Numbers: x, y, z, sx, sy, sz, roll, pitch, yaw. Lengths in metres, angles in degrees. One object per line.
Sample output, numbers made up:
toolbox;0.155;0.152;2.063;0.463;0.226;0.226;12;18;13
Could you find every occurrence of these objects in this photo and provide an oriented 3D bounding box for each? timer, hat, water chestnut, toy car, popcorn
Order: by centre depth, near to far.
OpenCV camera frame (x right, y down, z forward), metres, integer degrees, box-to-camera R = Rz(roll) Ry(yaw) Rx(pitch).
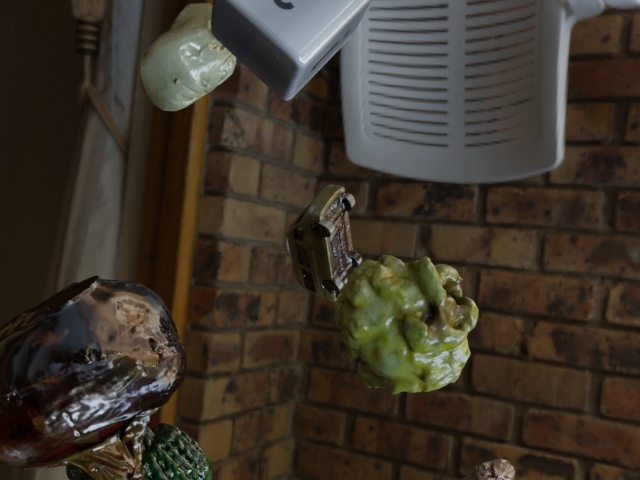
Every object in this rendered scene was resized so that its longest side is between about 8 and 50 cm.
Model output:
water chestnut;-0.363;0.242;1.091;0.335;0.347;0.335;-27;180;0
popcorn;0.140;0.145;1.175;0.256;0.255;0.195;42;-154;-6
timer;-0.053;-0.390;1.186;0.192;0.195;0.194;42;168;-3
hat;-0.399;0.431;1.361;0.332;0.274;0.242;48;-173;2
toy car;0.000;0.000;1.365;0.124;0.101;0.256;18;141;26

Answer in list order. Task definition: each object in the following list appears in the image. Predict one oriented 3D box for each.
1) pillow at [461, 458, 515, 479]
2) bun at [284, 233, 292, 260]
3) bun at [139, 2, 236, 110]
pillow;0.160;0.395;0.948;0.270;0.067;0.173;-30;151;-26
bun;-0.038;0.020;2.037;0.138;0.138;0.094;6;152;-3
bun;-0.244;-0.346;1.346;0.145;0.229;0.229;28;177;-2
